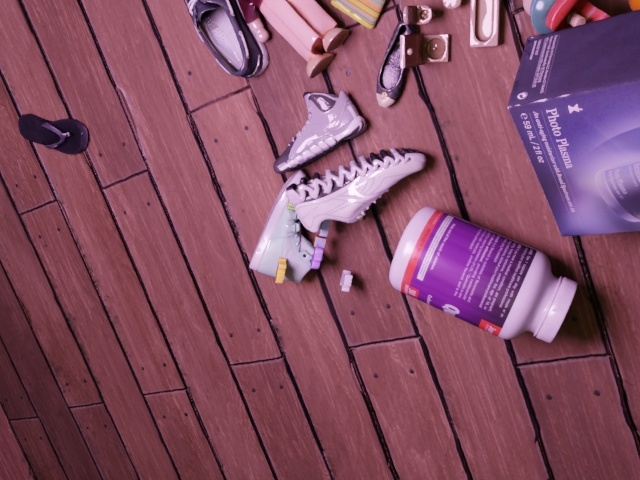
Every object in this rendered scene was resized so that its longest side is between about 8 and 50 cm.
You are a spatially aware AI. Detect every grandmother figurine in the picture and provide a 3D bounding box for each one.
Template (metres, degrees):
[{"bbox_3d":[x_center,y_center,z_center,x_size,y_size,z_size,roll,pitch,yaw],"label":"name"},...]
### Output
[{"bbox_3d":[-0.097,-0.498,1.210,0.342,0.104,0.208,43,120,5],"label":"grandmother figurine"}]

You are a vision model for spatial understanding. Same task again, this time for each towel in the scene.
[{"bbox_3d":[0.104,-0.520,1.115,0.102,0.021,0.237,36,133,8],"label":"towel"}]

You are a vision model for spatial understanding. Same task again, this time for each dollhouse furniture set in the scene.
[{"bbox_3d":[0.231,-0.384,1.065,0.151,0.123,0.144,6,111,26],"label":"dollhouse furniture set"}]

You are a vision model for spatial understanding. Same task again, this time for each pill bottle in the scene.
[{"bbox_3d":[0.308,0.071,1.157,0.322,0.181,0.182,25,118,18],"label":"pill bottle"}]

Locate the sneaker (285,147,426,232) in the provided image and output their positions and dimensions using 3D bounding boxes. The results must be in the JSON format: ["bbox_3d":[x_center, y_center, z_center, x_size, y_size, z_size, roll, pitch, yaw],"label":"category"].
[{"bbox_3d":[0.080,-0.106,1.230,0.291,0.110,0.118,-19,103,12],"label":"sneaker"}]

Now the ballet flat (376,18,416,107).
[{"bbox_3d":[0.140,-0.343,1.171,0.057,0.049,0.173,23,117,19],"label":"ballet flat"}]

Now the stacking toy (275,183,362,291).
[{"bbox_3d":[0.000,0.000,1.312,0.166,0.052,0.221,10,105,-7],"label":"stacking toy"}]

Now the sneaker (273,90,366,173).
[{"bbox_3d":[-0.023,-0.243,1.282,0.228,0.086,0.132,-26,90,22],"label":"sneaker"}]

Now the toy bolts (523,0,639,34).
[{"bbox_3d":[0.443,-0.419,0.967,0.218,0.159,0.228,27,116,-30],"label":"toy bolts"}]

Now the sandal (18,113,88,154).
[{"bbox_3d":[-0.737,-0.287,1.646,0.254,0.054,0.097,11,113,24],"label":"sandal"}]

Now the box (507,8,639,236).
[{"bbox_3d":[0.476,-0.169,0.889,0.293,0.183,0.296,-5,137,38],"label":"box"}]

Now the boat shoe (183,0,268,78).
[{"bbox_3d":[-0.224,-0.483,1.285,0.114,0.091,0.303,-39,88,32],"label":"boat shoe"}]

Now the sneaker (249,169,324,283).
[{"bbox_3d":[-0.048,-0.026,1.376,0.151,0.094,0.256,22,105,-7],"label":"sneaker"}]
